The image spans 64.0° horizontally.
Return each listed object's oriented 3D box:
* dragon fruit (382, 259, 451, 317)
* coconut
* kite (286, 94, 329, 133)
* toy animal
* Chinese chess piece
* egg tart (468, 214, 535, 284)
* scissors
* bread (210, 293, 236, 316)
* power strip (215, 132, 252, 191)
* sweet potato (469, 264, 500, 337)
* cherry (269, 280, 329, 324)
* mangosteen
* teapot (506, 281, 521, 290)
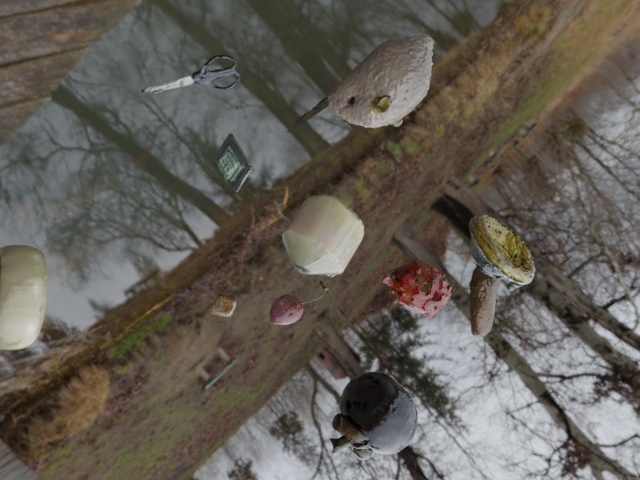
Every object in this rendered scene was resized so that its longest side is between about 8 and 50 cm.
[{"bbox_3d":[0.367,0.174,1.963,0.205,0.267,0.210,101,7,-54],"label":"dragon fruit"},{"bbox_3d":[0.000,0.000,1.623,0.244,0.239,0.239,-54,177,-16],"label":"coconut"},{"bbox_3d":[0.014,-0.513,1.918,0.377,0.013,0.327,-43,-162,-19],"label":"kite"},{"bbox_3d":[0.210,-0.469,1.537,0.358,0.227,0.188,-41,154,12],"label":"toy animal"},{"bbox_3d":[-0.728,0.134,1.216,0.103,0.250,0.250,8,139,-38],"label":"Chinese chess piece"},{"bbox_3d":[0.486,0.033,1.409,0.094,0.234,0.234,-47,171,33],"label":"egg tart"},{"bbox_3d":[-0.388,-0.477,1.522,0.299,0.022,0.109,-13,135,0],"label":"scissors"},{"bbox_3d":[-0.338,0.232,1.796,0.083,0.070,0.077,121,-8,-80],"label":"bread"},{"bbox_3d":[-0.402,-0.334,2.250,0.064,0.198,0.213,-25,168,-40],"label":"power strip"},{"bbox_3d":[0.524,0.146,1.635,0.114,0.092,0.342,7,94,-57],"label":"sweet potato"},{"bbox_3d":[-0.081,0.209,1.750,0.225,0.090,0.107,-35,-144,-20],"label":"cherry"},{"bbox_3d":[0.125,0.463,1.314,0.250,0.211,0.211,-43,173,-1],"label":"mangosteen"},{"bbox_3d":[0.685,0.152,1.804,0.042,0.043,0.111,-41,163,-8],"label":"teapot"}]
